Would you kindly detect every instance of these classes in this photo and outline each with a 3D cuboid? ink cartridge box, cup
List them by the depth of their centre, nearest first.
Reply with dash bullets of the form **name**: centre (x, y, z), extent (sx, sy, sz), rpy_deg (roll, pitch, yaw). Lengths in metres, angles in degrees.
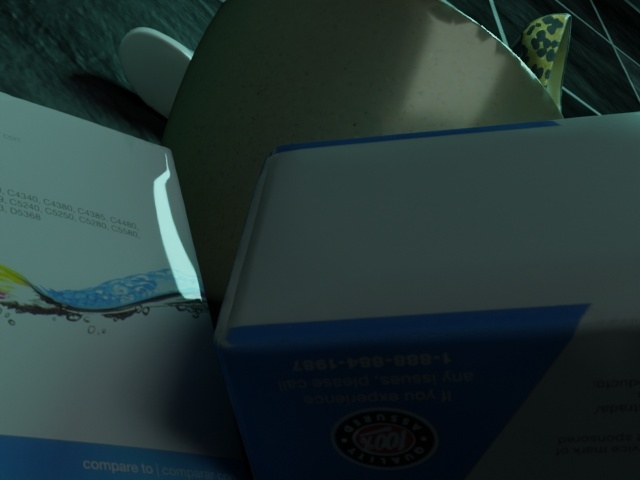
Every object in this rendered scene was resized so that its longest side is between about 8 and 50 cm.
- **ink cartridge box**: centre (-0.183, 0.082, 0.488), extent (0.197, 0.198, 0.270), rpy_deg (16, 43, -38)
- **ink cartridge box**: centre (0.131, 0.141, 0.535), extent (0.166, 0.285, 0.395), rpy_deg (-81, 164, -53)
- **cup**: centre (0.000, 0.000, 0.734), extent (0.331, 0.331, 0.237), rpy_deg (38, 59, -13)

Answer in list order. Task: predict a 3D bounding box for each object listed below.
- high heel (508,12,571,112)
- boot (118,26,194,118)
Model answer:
- **high heel**: centre (0.384, -0.216, 1.505), extent (0.261, 0.186, 0.093), rpy_deg (49, 32, 6)
- **boot**: centre (-0.119, -0.152, 0.969), extent (0.190, 0.069, 0.086), rpy_deg (41, 24, -23)
